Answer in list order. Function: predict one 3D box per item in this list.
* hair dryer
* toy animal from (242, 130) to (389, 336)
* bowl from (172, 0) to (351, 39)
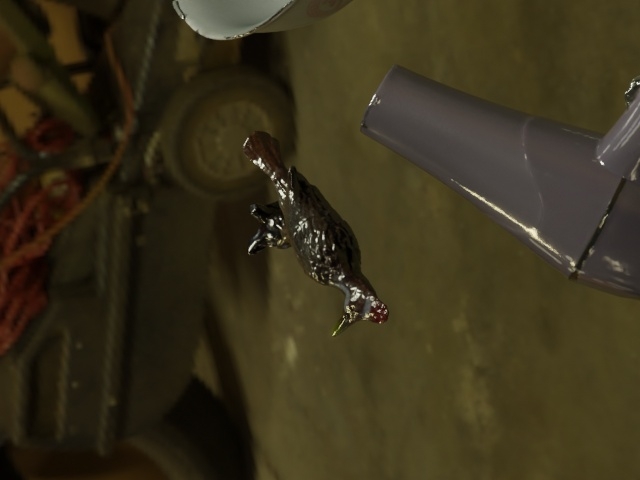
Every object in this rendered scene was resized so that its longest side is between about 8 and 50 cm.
[{"bbox_3d":[0.213,-0.132,1.084,0.301,0.121,0.361,28,131,6],"label":"hair dryer"},{"bbox_3d":[-0.003,0.003,1.225,0.202,0.070,0.105,52,154,34],"label":"toy animal"},{"bbox_3d":[-0.004,-0.357,1.579,0.345,0.157,0.345,-21,62,45],"label":"bowl"}]
